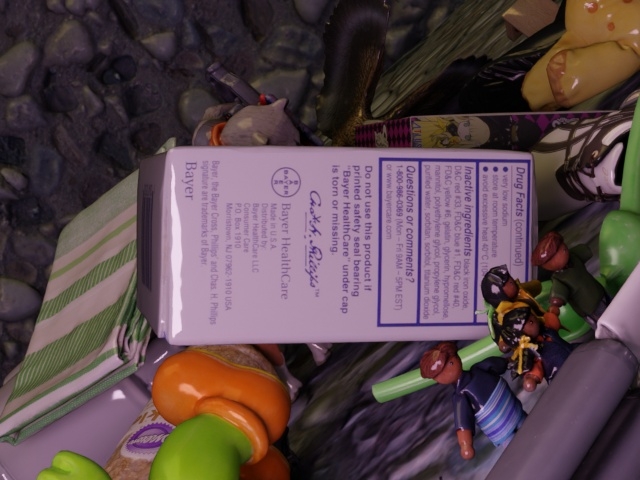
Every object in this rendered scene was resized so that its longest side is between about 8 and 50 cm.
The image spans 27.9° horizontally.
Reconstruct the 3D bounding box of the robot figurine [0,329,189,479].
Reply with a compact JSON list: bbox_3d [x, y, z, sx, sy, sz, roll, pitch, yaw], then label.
[{"bbox_3d":[-0.287,0.228,1.522,0.353,0.200,0.300,-41,44,4],"label":"robot figurine"}]

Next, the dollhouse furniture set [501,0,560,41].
[{"bbox_3d":[0.338,-0.268,1.688,0.144,0.123,0.151,-44,-25,-7],"label":"dollhouse furniture set"}]

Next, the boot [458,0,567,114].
[{"bbox_3d":[0.293,-0.240,1.532,0.246,0.094,0.207,-27,20,35],"label":"boot"}]

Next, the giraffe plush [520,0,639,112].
[{"bbox_3d":[0.275,-0.243,1.290,0.181,0.170,0.210,-29,5,-29],"label":"giraffe plush"}]

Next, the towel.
[{"bbox_3d":[-0.252,0.055,1.423,0.248,0.038,0.324,-33,34,34],"label":"towel"}]

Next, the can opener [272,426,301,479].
[{"bbox_3d":[-0.042,0.205,1.089,0.073,0.059,0.186,-17,17,-9],"label":"can opener"}]

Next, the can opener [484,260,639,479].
[{"bbox_3d":[0.166,0.087,0.695,0.280,0.074,0.093,-47,11,-24],"label":"can opener"}]

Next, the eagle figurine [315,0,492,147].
[{"bbox_3d":[0.078,-0.178,1.821,0.225,0.226,0.298,28,86,42],"label":"eagle figurine"}]

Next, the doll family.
[{"bbox_3d":[0.132,0.068,0.802,0.076,0.111,0.193,-37,12,32],"label":"doll family"}]

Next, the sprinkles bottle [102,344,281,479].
[{"bbox_3d":[-0.144,0.227,1.188,0.121,0.121,0.355,-37,11,31],"label":"sprinkles bottle"}]

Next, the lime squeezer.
[{"bbox_3d":[0.169,0.020,0.923,0.310,0.110,0.059,-47,-33,-6],"label":"lime squeezer"}]

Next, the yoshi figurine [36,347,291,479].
[{"bbox_3d":[-0.143,0.248,0.851,0.203,0.203,0.362,-36,22,38],"label":"yoshi figurine"}]

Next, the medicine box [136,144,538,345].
[{"bbox_3d":[0.000,0.000,1.077,0.289,0.149,0.263,1,2,-12],"label":"medicine box"}]

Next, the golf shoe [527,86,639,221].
[{"bbox_3d":[0.232,-0.064,1.085,0.198,0.077,0.094,-37,12,38],"label":"golf shoe"}]

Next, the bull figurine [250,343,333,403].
[{"bbox_3d":[-0.037,0.049,1.328,0.310,0.188,0.101,-37,11,31],"label":"bull figurine"}]

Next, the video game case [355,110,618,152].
[{"bbox_3d":[0.160,-0.103,1.283,0.210,0.041,0.232,-2,3,-10],"label":"video game case"}]

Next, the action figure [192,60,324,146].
[{"bbox_3d":[-0.054,-0.021,1.463,0.178,0.341,0.330,-38,-26,-30],"label":"action figure"}]
